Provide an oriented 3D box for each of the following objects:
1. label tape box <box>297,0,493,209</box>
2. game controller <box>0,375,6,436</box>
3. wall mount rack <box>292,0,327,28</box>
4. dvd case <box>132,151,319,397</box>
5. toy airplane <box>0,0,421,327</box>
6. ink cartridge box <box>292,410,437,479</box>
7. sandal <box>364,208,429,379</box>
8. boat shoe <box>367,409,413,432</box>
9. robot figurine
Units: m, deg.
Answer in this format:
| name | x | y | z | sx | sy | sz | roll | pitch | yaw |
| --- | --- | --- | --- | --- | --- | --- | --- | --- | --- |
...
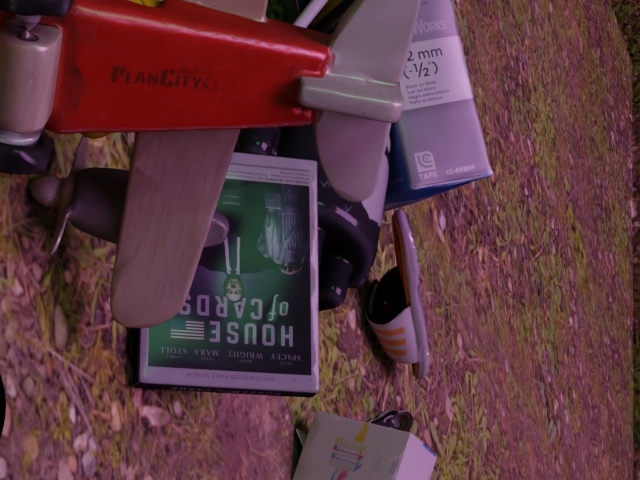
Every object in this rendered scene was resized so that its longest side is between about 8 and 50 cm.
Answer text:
| name | x | y | z | sx | sy | sz | roll | pitch | yaw |
| --- | --- | --- | --- | --- | --- | --- | --- | --- | --- |
| label tape box | 0.076 | -0.218 | 1.781 | 0.249 | 0.115 | 0.347 | 159 | -79 | -72 |
| game controller | -0.295 | 0.171 | 0.991 | 0.319 | 0.067 | 0.166 | -72 | 146 | -47 |
| wall mount rack | -0.057 | -0.289 | 1.505 | 0.130 | 0.350 | 0.304 | -67 | 166 | 16 |
| dvd case | -0.089 | 0.029 | 1.433 | 0.029 | 0.179 | 0.238 | 137 | -45 | -64 |
| toy airplane | -0.115 | -0.160 | 1.194 | 0.384 | 0.386 | 0.272 | 52 | -3 | -35 |
| ink cartridge box | 0.043 | 0.259 | 1.699 | 0.092 | 0.143 | 0.089 | 45 | 59 | -56 |
| sandal | 0.093 | 0.071 | 1.950 | 0.102 | 0.076 | 0.265 | -101 | -179 | -53 |
| boat shoe | 0.087 | 0.251 | 1.925 | 0.125 | 0.038 | 0.046 | -24 | 105 | -67 |
| robot figurine | -0.012 | -0.052 | 1.608 | 0.209 | 0.174 | 0.278 | 106 | -4 | -52 |
